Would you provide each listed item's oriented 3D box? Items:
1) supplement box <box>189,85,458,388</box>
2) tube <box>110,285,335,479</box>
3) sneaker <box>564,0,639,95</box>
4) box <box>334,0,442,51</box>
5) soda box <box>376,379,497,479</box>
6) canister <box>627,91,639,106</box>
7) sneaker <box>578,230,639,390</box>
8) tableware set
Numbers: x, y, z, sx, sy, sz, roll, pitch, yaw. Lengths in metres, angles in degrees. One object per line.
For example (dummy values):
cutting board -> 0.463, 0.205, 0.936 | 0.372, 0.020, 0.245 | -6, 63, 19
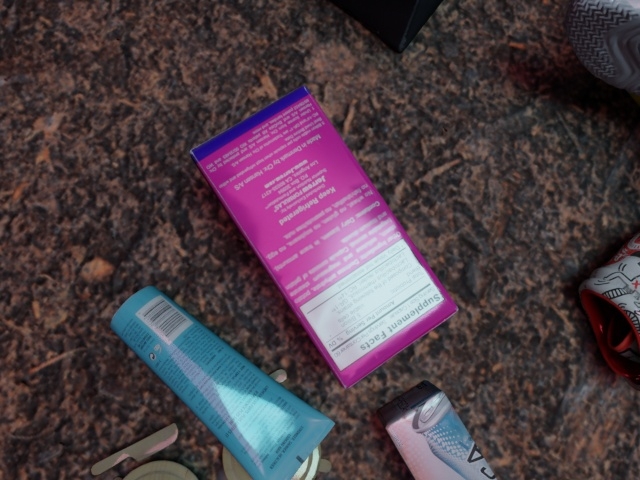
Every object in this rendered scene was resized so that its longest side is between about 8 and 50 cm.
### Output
supplement box -> 0.000, 0.000, 0.413 | 0.114, 0.111, 0.220 | -32, 86, -6
tube -> -0.092, 0.124, 0.414 | 0.207, 0.052, 0.080 | 39, 74, 9
sneaker -> 0.342, -0.197, 0.390 | 0.269, 0.101, 0.153 | 17, 83, -2
box -> 0.061, -0.406, 0.432 | 0.294, 0.183, 0.296 | 37, 84, 1
soda box -> 0.124, 0.222, 0.417 | 0.063, 0.058, 0.183 | -31, 86, -5
canister -> 0.402, -0.196, 0.472 | 0.170, 0.073, 0.126 | -38, 85, -4
sneaker -> 0.357, 0.115, 0.425 | 0.145, 0.090, 0.270 | -33, 82, -5
tableware set -> -0.091, 0.215, 0.420 | 0.194, 0.039, 0.128 | -24, 69, -10
